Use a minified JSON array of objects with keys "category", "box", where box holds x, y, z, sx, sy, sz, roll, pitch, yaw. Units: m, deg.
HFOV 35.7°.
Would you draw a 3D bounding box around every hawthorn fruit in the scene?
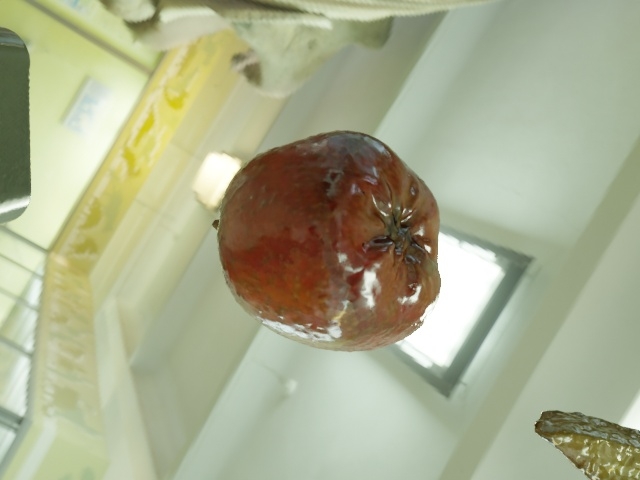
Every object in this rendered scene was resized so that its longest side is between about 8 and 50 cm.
[{"category":"hawthorn fruit","box":[0.000,0.000,1.221,0.299,0.275,0.275,7,-123,23]}]

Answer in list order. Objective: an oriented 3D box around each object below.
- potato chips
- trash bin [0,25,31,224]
[{"category":"potato chips","box":[0.354,0.174,0.713,0.057,0.406,0.080,-72,166,-70]},{"category":"trash bin","box":[-0.260,-0.047,0.435,0.240,0.164,0.122,-30,124,-71]}]
